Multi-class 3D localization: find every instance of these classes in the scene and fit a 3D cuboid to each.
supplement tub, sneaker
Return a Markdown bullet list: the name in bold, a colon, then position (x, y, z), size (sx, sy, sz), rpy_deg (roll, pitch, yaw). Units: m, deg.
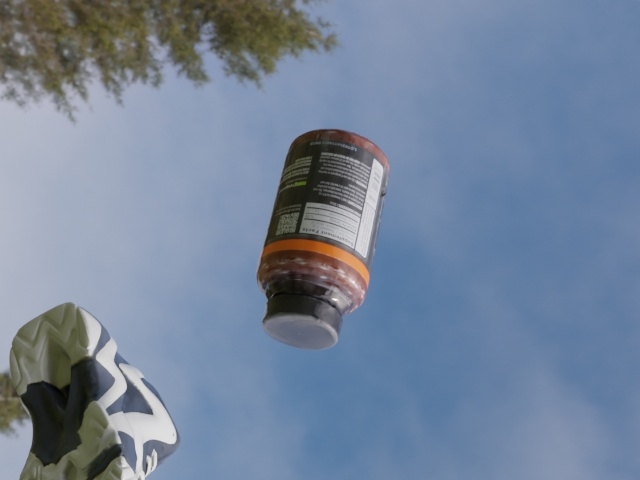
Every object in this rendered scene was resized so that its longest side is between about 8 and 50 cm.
- **supplement tub**: position (0.000, 0.000, 0.876), size (0.106, 0.106, 0.197), rpy_deg (-18, -132, 42)
- **sneaker**: position (-0.151, 0.174, 0.691), size (0.094, 0.153, 0.235), rpy_deg (-30, -128, 6)
